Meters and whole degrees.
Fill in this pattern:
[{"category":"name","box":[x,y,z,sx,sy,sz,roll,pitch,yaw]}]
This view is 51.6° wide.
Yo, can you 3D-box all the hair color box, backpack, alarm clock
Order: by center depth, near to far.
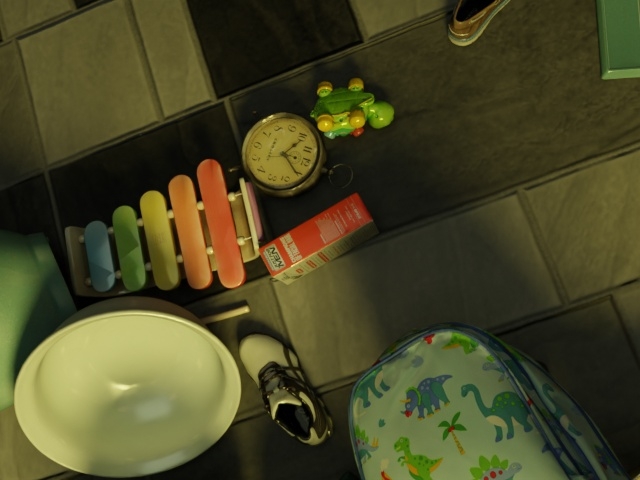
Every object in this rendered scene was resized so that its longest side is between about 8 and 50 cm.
[{"category":"backpack","box":[0.181,0.258,0.717,0.290,0.273,0.355,-39,37,25]},{"category":"hair color box","box":[0.000,0.000,0.989,0.167,0.093,0.053,-31,75,3]},{"category":"alarm clock","box":[-0.038,-0.124,1.034,0.192,0.064,0.129,21,84,16]}]

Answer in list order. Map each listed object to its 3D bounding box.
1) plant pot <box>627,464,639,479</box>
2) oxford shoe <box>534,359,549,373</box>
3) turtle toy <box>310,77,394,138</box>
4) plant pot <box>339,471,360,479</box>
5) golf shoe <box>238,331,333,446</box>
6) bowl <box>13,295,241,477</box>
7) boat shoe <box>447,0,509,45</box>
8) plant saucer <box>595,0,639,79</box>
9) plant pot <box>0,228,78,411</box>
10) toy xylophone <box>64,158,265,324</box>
[{"category":"plant pot","box":[0.452,0.384,0.784,0.284,0.191,0.284,-2,80,11]},{"category":"oxford shoe","box":[0.221,0.237,0.921,0.212,0.076,0.076,-19,117,17]},{"category":"turtle toy","box":[0.049,-0.198,1.029,0.130,0.066,0.095,-4,56,8]},{"category":"plant pot","box":[0.031,0.428,0.833,0.165,0.234,0.165,37,89,15]},{"category":"golf shoe","box":[-0.056,0.211,0.963,0.077,0.094,0.198,-43,74,2]},{"category":"bowl","box":[-0.270,0.187,0.955,0.298,0.297,0.134,-31,32,4]},{"category":"boat shoe","box":[0.262,-0.389,1.023,0.066,0.066,0.183,29,87,14]},{"category":"plant saucer","box":[0.455,-0.339,1.004,0.067,0.018,0.192,-2,81,11]},{"category":"plant pot","box":[-0.474,0.100,0.987,0.196,0.293,0.293,-24,75,-21]},{"category":"toy xylophone","box":[-0.228,0.027,1.034,0.323,0.081,0.236,-23,77,6]}]
